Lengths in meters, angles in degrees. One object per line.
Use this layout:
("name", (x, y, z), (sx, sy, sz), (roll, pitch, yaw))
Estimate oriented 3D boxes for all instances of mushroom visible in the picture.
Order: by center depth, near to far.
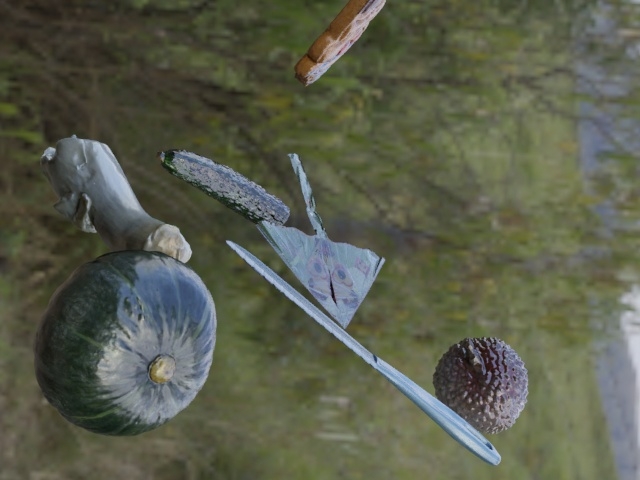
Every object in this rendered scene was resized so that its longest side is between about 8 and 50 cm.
("mushroom", (-0.247, -0.041, 1.772), (0.278, 0.099, 0.096), (46, -57, 36))

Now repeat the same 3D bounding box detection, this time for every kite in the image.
("kite", (0.001, -0.001, 1.839), (0.229, 0.012, 0.250), (14, 54, -46))

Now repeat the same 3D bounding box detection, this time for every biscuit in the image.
("biscuit", (0.035, -0.289, 2.012), (0.183, 0.043, 0.280), (-50, -175, -34))

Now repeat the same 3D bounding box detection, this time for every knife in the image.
("knife", (0.038, 0.099, 1.261), (0.019, 0.313, 0.044), (-49, -170, 8))

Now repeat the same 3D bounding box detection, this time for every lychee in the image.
("lychee", (0.272, 0.241, 2.512), (0.197, 0.165, 0.165), (72, 19, -51))

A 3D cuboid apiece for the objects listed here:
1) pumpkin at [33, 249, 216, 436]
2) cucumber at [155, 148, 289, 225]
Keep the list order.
("pumpkin", (-0.210, 0.110, 1.605), (0.152, 0.211, 0.211), (39, -38, 39))
("cucumber", (-0.165, -0.095, 2.494), (0.293, 0.067, 0.067), (31, 55, -44))
